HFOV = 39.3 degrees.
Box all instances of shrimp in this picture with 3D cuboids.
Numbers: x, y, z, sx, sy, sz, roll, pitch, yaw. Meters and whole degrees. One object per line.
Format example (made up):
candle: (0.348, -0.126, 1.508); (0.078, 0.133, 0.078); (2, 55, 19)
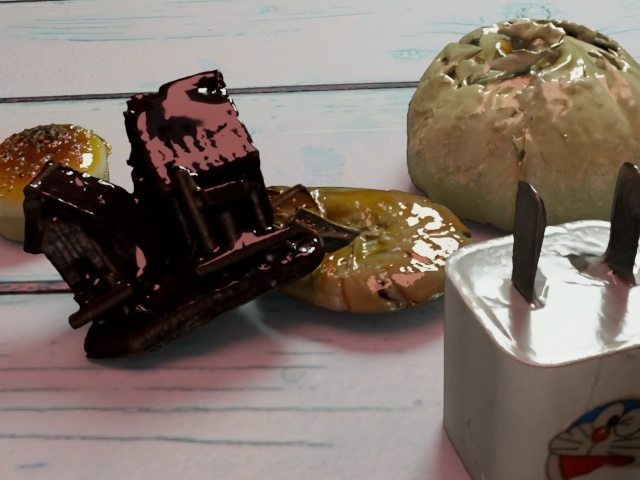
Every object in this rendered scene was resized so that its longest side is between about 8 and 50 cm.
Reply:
shrimp: (0.000, -0.001, 0.760); (0.267, 0.061, 0.145); (20, 49, 28)

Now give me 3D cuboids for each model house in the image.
model house: (-0.125, -0.022, 0.683); (0.203, 0.164, 0.141); (-28, 26, -10)

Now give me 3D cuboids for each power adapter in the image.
power adapter: (0.146, 0.049, 0.530); (0.130, 0.205, 0.125); (-13, 34, -10)

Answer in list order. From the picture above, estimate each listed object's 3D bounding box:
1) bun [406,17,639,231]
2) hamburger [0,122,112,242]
bun: (0.205, -0.124, 0.843); (0.259, 0.152, 0.259); (-4, 31, 2)
hamburger: (-0.261, -0.062, 0.856); (0.126, 0.081, 0.141); (8, 36, 18)
